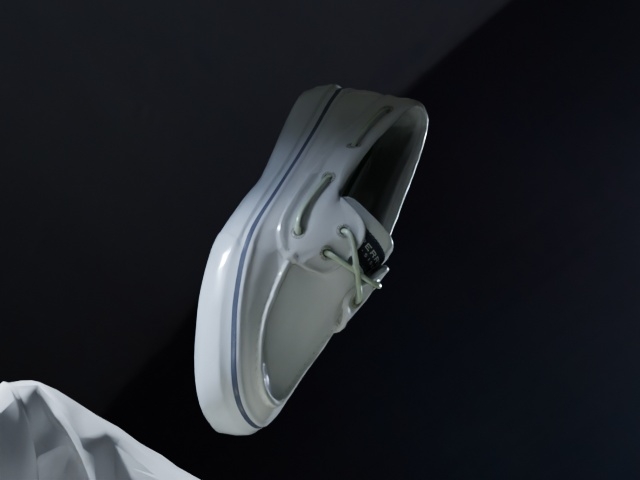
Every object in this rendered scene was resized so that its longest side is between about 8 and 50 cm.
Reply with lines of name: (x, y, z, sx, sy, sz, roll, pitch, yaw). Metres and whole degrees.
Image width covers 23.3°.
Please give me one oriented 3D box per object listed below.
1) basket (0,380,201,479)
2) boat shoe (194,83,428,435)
basket: (-0.089, 0.294, 0.552, 0.331, 0.266, 0.328, 33, 51, 4)
boat shoe: (0.000, 0.000, 0.819, 0.083, 0.075, 0.226, 58, 40, -46)
